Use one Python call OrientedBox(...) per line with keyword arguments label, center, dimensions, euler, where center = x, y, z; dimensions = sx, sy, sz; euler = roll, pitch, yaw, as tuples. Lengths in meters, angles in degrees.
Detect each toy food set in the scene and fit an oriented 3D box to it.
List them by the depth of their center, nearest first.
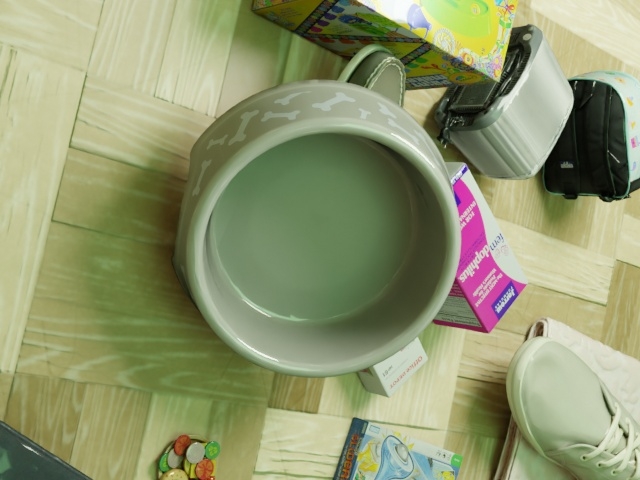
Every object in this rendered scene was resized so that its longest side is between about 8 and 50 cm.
OrientedBox(label="toy food set", center=(-0.158, 0.272, 1.095), dimensions=(0.083, 0.020, 0.083), euler=(4, 91, -37))

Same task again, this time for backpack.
OrientedBox(label="backpack", center=(0.432, -0.170, 1.416), dimensions=(0.144, 0.165, 0.189), euler=(-27, 112, -34))

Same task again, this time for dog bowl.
OrientedBox(label="dog bowl", center=(0.000, 0.000, 1.042), dimensions=(0.348, 0.102, 0.349), euler=(-3, 111, -8))

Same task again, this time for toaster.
OrientedBox(label="toaster", center=(0.266, -0.187, 1.315), dimensions=(0.146, 0.129, 0.227), euler=(43, 67, -33))

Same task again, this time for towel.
OrientedBox(label="towel", center=(0.427, 0.321, 1.520), dimensions=(0.331, 0.053, 0.317), euler=(25, 80, -35))

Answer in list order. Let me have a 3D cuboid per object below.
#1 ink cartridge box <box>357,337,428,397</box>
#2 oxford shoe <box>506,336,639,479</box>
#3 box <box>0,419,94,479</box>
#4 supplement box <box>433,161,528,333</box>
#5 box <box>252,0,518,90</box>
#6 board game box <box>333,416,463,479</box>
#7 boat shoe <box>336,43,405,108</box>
OrientedBox(label="ink cartridge box", center=(0.083, 0.138, 1.247), dimensions=(0.088, 0.052, 0.122), euler=(-40, 117, -28))
OrientedBox(label="oxford shoe", center=(0.437, 0.311, 1.419), dimensions=(0.169, 0.130, 0.449), euler=(-49, 117, -20))
OrientedBox(label="box", center=(-0.393, 0.267, 0.799), dimensions=(0.395, 0.212, 0.294), euler=(45, 67, -30))
OrientedBox(label="supplement box", center=(0.179, 0.010, 1.274), dimensions=(0.111, 0.114, 0.220), euler=(-47, 121, -25))
OrientedBox(label="box", center=(0.105, -0.377, 1.150), dimensions=(0.279, 0.177, 0.290), euler=(18, 82, -37))
OrientedBox(label="board game box", center=(0.106, 0.342, 1.290), dimensions=(0.201, 0.035, 0.136), euler=(26, 78, -35))
OrientedBox(label="boat shoe", center=(0.051, -0.085, 1.129), dimensions=(0.109, 0.091, 0.305), euler=(3, 110, -40))
